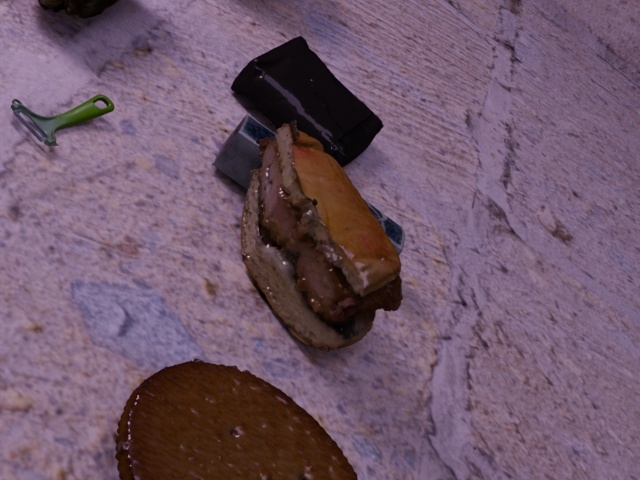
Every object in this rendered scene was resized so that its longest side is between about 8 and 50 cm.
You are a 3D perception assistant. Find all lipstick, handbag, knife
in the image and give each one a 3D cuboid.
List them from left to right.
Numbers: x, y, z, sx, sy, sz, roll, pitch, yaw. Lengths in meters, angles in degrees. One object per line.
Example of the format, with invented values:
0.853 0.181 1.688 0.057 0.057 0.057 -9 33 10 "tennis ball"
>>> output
-0.315 -0.157 1.439 0.078 0.022 0.166 50 29 4 "knife"
-0.011 -0.058 1.623 0.289 0.076 0.077 36 25 -13 "lipstick"
-0.009 -0.224 1.865 0.223 0.080 0.247 42 28 2 "handbag"

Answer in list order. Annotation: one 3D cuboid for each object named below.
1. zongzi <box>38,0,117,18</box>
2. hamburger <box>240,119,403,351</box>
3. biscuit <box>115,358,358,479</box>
-0.400 -0.448 1.677 0.317 0.154 0.289 23 30 9 "zongzi"
0.000 0.000 1.458 0.245 0.155 0.282 34 31 -13 "hamburger"
-0.070 0.244 1.139 0.305 0.038 0.305 31 30 -20 "biscuit"
